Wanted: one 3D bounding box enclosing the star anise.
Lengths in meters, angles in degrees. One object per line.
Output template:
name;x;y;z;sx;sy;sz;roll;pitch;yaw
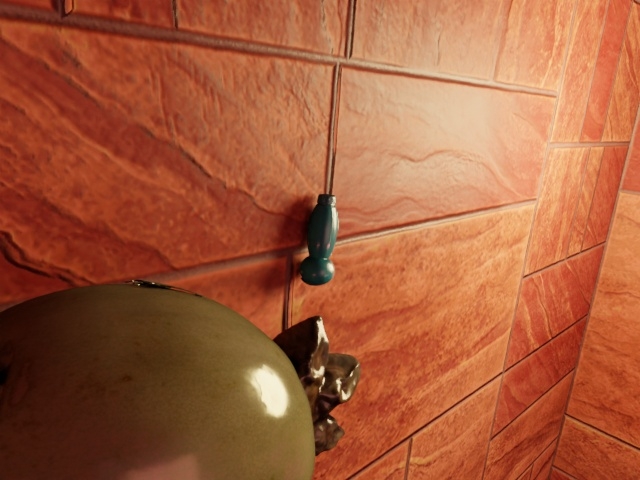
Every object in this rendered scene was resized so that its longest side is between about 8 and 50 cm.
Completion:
star anise;-0.062;0.252;0.664;0.315;0.108;0.315;-10;104;-45

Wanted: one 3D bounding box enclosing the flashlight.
flashlight;0.000;0.000;0.679;0.051;0.051;0.129;-2;103;-45

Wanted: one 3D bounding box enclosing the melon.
melon;-0.155;0.168;0.421;0.330;0.268;0.269;7;100;-28
